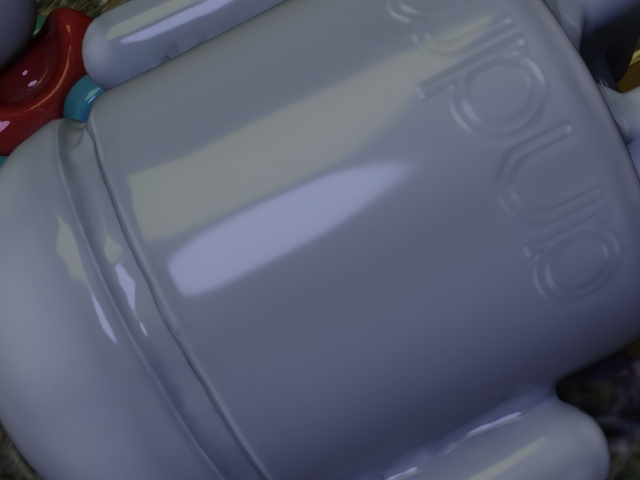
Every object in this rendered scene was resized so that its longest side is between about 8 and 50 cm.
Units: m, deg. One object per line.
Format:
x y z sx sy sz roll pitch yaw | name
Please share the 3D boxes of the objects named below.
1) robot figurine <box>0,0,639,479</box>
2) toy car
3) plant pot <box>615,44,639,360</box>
0.000 0.000 0.441 0.353 0.200 0.300 -28 69 0 | robot figurine
-0.294 -0.156 0.840 0.210 0.238 0.219 -41 39 -5 | toy car
0.204 -0.042 0.527 0.236 0.032 0.236 -20 43 19 | plant pot
